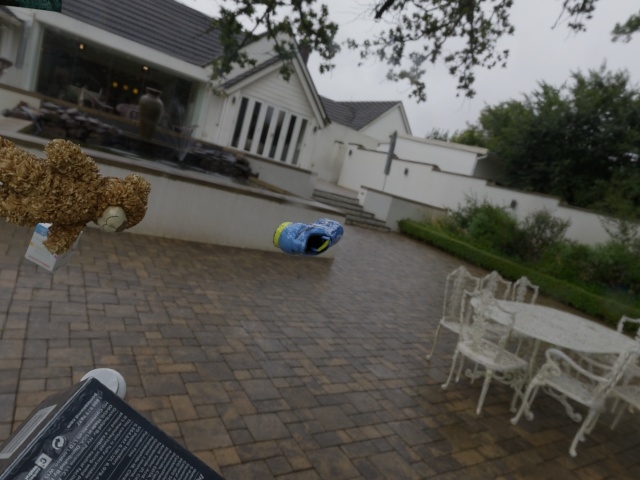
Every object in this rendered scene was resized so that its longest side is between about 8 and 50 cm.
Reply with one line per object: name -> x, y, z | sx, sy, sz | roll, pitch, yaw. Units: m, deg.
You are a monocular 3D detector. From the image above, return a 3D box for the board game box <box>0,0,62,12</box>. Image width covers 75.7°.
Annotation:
board game box -> -0.487, -0.411, 0.607 | 0.186, 0.126, 0.026 | -18, 70, -42

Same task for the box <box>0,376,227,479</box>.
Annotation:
box -> -0.394, 0.478, 0.770 | 0.395, 0.293, 0.212 | 47, 42, -17

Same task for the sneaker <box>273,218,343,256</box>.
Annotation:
sneaker -> 0.000, 0.000, 0.814 | 0.082, 0.069, 0.209 | 22, 15, 30

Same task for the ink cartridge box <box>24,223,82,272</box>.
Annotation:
ink cartridge box -> -0.832, 0.018, 1.281 | 0.092, 0.143, 0.090 | 31, 16, -6

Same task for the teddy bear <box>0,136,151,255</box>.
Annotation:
teddy bear -> -0.508, -0.083, 0.798 | 0.338, 0.245, 0.113 | 35, 7, -43

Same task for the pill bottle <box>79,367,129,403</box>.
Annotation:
pill bottle -> -0.590, 0.419, 1.115 | 0.121, 0.121, 0.216 | 14, -34, -13
